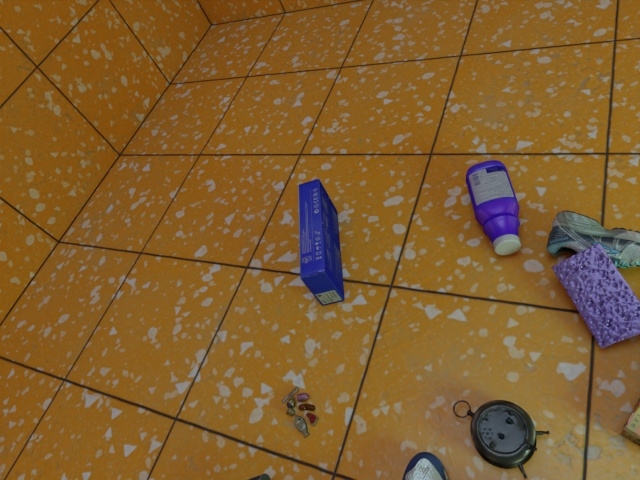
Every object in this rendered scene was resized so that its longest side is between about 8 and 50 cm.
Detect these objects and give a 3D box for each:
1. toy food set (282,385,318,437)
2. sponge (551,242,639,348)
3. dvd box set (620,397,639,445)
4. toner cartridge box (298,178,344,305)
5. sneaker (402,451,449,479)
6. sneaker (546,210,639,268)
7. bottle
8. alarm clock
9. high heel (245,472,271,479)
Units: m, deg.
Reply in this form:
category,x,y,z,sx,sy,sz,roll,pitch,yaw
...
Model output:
category,x,y,z,sx,sy,sz,roll,pitch,yaw
toy food set,-0.049,0.428,1.234,0.078,0.019,0.122,-42,49,-9
sponge,0.626,0.122,1.086,0.117,0.031,0.210,-34,61,24
dvd box set,0.824,0.344,0.858,0.420,0.062,0.308,29,71,38
toner cartridge box,0.000,0.000,1.440,0.075,0.165,0.348,-15,50,14
sneaker,0.183,0.561,0.951,0.111,0.131,0.297,2,55,28
sneaker,0.681,0.033,1.153,0.282,0.110,0.122,25,86,39
bottle,0.479,-0.092,1.330,0.118,0.092,0.283,-14,51,16
alarm clock,0.369,0.398,1.035,0.192,0.064,0.129,22,67,39
high heel,-0.169,0.676,1.080,0.186,0.093,0.262,-31,54,25
